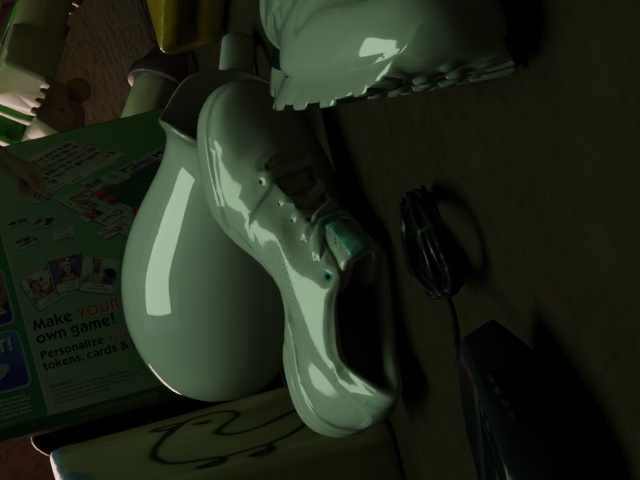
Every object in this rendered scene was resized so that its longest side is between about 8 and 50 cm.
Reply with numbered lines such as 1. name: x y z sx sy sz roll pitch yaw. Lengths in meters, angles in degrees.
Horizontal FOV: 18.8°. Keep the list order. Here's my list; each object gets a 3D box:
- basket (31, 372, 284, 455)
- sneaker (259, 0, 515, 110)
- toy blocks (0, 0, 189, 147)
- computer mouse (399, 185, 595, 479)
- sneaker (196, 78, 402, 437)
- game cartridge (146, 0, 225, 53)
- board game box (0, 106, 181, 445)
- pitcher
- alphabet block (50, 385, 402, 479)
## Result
1. basket: -0.136 0.047 1.540 0.154 0.204 0.227 109 155 -61
2. sneaker: 0.016 -0.104 0.797 0.235 0.090 0.095 -153 59 -74
3. toy blocks: -0.224 -0.205 1.680 0.288 0.309 0.260 135 154 -64
4. computer mouse: 0.074 0.046 0.831 0.242 0.041 0.071 -108 7 -53
5. sneaker: 0.000 0.000 1.071 0.212 0.080 0.094 67 157 7
6. game cartridge: -0.125 -0.327 1.306 0.285 0.052 0.324 106 147 -70
7. board game box: -0.196 0.029 1.422 0.046 0.317 0.214 101 153 -68
8. pitcher: -0.062 -0.017 1.261 0.178 0.125 0.207 -83 -2 -57
9. alphabet block: -0.049 0.214 1.232 0.192 0.197 0.193 -154 50 -75
